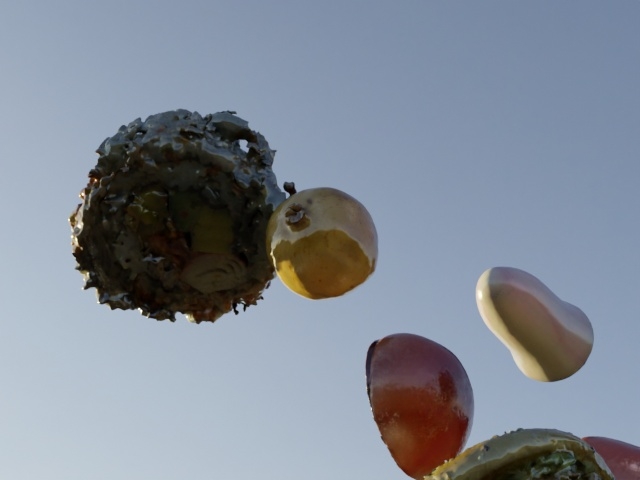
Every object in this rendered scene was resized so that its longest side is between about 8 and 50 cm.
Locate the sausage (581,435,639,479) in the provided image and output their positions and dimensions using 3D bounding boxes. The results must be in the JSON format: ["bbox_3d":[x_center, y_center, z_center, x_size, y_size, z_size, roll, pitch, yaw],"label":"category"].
[{"bbox_3d":[0.473,0.382,1.588,0.254,0.148,0.148,16,-18,43],"label":"sausage"}]

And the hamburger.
[{"bbox_3d":[0.238,0.362,1.234,0.318,0.195,0.276,-13,-48,-14],"label":"hamburger"}]

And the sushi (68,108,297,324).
[{"bbox_3d":[-0.233,-0.034,1.838,0.418,0.176,0.417,0,-65,0],"label":"sushi"}]

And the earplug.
[{"bbox_3d":[0.385,0.141,1.988,0.172,0.172,0.301,-18,-35,28],"label":"earplug"}]

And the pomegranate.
[{"bbox_3d":[0.000,0.000,1.657,0.196,0.196,0.196,1,-33,1],"label":"pomegranate"}]

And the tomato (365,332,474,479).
[{"bbox_3d":[0.161,0.237,1.509,0.112,0.199,0.228,-21,-46,27],"label":"tomato"}]
